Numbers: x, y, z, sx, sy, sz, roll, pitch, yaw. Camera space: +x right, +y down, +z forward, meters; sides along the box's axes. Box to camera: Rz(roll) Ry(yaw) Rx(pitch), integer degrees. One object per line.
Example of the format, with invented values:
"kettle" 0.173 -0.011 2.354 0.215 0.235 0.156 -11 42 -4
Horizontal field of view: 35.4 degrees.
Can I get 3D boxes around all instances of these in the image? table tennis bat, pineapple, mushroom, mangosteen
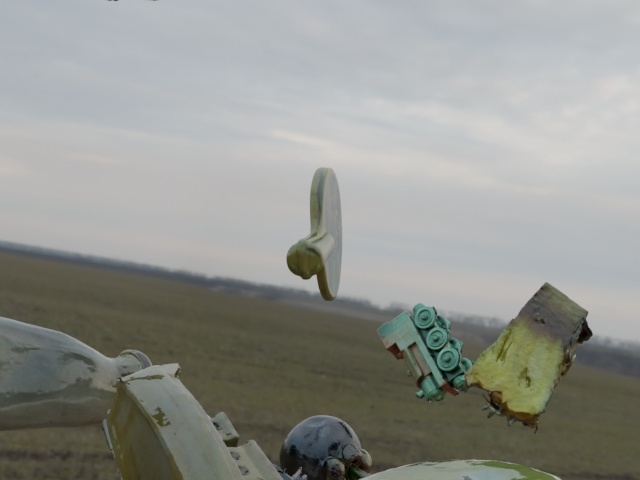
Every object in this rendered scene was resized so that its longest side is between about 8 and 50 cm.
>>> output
"table tennis bat" 0.000 0.000 1.442 0.050 0.199 0.321 -2 9 8
"pineapple" 0.292 0.153 1.364 0.114 0.186 0.236 33 34 16
"mushroom" -0.407 0.188 1.387 0.137 0.154 0.407 -27 -25 35
"mangosteen" 0.014 0.337 1.525 0.151 0.137 0.137 16 2 39

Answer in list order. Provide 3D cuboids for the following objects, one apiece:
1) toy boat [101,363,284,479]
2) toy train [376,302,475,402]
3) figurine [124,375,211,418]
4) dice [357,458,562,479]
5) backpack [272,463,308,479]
"toy boat" -0.060 0.130 0.542 0.072 0.065 0.206 12 19 -31
"toy train" 0.179 0.192 1.679 0.074 0.118 0.176 35 23 -49
"figurine" -0.183 0.221 1.234 0.129 0.109 0.178 -10 -54 48
"dice" 0.146 0.365 1.022 0.233 0.239 0.226 -7 4 -31
"backpack" -0.077 0.230 0.682 0.105 0.165 0.120 33 -45 -26
